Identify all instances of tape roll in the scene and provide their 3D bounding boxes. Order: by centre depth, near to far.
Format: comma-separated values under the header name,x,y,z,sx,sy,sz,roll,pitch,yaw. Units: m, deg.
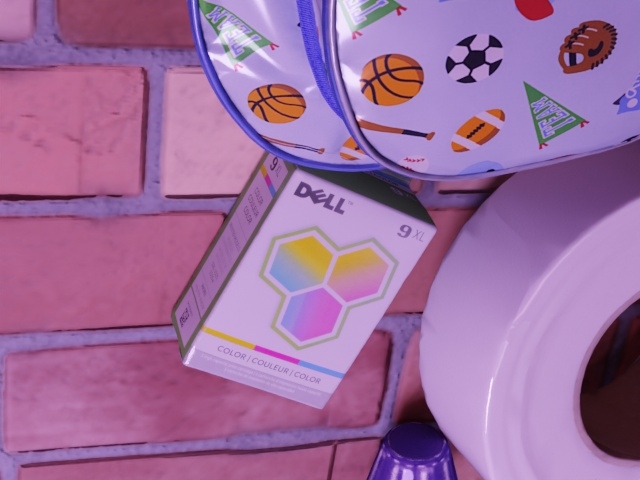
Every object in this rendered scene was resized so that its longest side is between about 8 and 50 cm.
name,x,y,z,sx,sy,sz,roll,pitch,yaw
tape roll,0.217,0.071,0.802,0.286,0.100,0.286,-9,115,-20

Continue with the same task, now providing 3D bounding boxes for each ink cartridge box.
name,x,y,z,sx,sy,sz,roll,pitch,yaw
ink cartridge box,0.000,0.000,0.736,0.109,0.062,0.209,22,111,-27

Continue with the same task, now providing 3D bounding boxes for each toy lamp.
name,x,y,z,sx,sy,sz,roll,pitch,yaw
toy lamp,0.069,0.263,0.908,0.080,0.080,0.274,-8,124,-13

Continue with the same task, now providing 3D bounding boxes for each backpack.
name,x,y,z,sx,sy,sz,roll,pitch,yaw
backpack,0.055,-0.151,0.588,0.263,0.213,0.276,-12,126,2
